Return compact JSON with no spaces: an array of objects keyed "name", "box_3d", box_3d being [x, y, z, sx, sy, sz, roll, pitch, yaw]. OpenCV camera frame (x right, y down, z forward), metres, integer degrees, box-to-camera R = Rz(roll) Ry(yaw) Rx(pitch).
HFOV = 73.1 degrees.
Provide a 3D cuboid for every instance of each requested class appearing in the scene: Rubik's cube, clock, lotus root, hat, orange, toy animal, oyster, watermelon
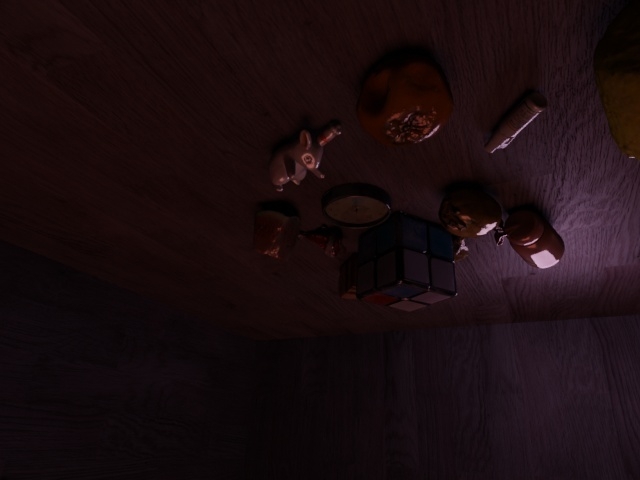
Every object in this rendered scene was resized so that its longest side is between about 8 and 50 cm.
[{"name":"Rubik's cube","box_3d":[0.362,0.106,1.871,0.316,0.319,0.313,17,152,-25]},{"name":"clock","box_3d":[0.141,-0.129,1.700,0.280,0.055,0.281,2,155,1]},{"name":"lotus root","box_3d":[0.579,-0.093,1.607,0.309,0.183,0.183,11,154,-26]},{"name":"hat","box_3d":[0.002,-0.002,1.955,0.227,0.129,0.140,15,-178,16]},{"name":"orange","box_3d":[0.220,-0.336,1.107,0.248,0.183,0.249,3,154,2]},{"name":"toy animal","box_3d":[-0.051,-0.255,1.348,0.282,0.138,0.140,-18,179,45]},{"name":"oyster","box_3d":[0.582,0.061,2.034,0.204,0.111,0.396,-2,160,-34]},{"name":"watermelon","box_3d":[-0.202,-0.014,1.810,0.148,0.226,0.318,25,146,15]}]

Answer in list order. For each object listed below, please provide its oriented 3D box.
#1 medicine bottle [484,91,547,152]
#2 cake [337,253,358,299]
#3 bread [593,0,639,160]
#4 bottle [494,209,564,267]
[{"name":"medicine bottle","box_3d":[0.561,-0.331,1.237,0.092,0.061,0.221,-10,160,-20]},{"name":"cake","box_3d":[0.211,0.212,2.244,0.198,0.196,0.293,8,153,-15]},{"name":"bread","box_3d":[0.765,-0.348,0.876,0.348,0.348,0.307,-18,141,37]},{"name":"bottle","box_3d":[0.844,-0.003,1.752,0.206,0.173,0.296,-26,144,33]}]
